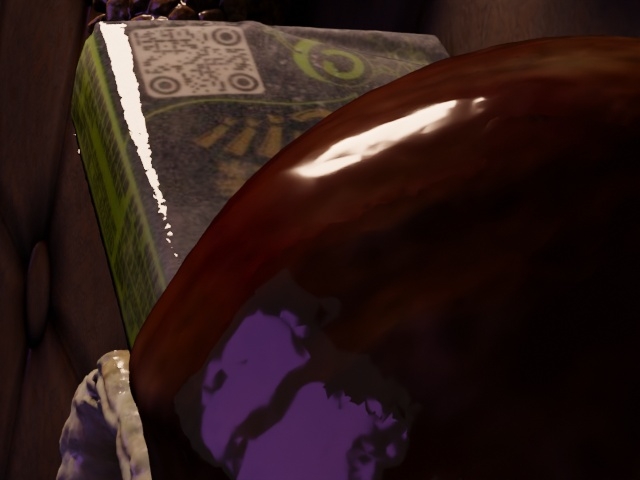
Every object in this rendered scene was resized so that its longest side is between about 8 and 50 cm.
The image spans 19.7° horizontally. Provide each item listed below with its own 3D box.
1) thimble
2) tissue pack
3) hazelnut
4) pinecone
[{"bbox_3d":[-0.111,0.238,1.609,0.291,0.195,0.292,-175,90,-66],"label":"thimble"},{"bbox_3d":[0.000,0.000,1.264,0.394,0.288,0.124,-112,29,-47],"label":"tissue pack"},{"bbox_3d":[0.119,0.098,0.907,0.420,0.353,0.421,-14,61,26],"label":"hazelnut"},{"bbox_3d":[-0.121,-0.218,1.732,0.179,0.184,0.205,-45,37,33],"label":"pinecone"}]
